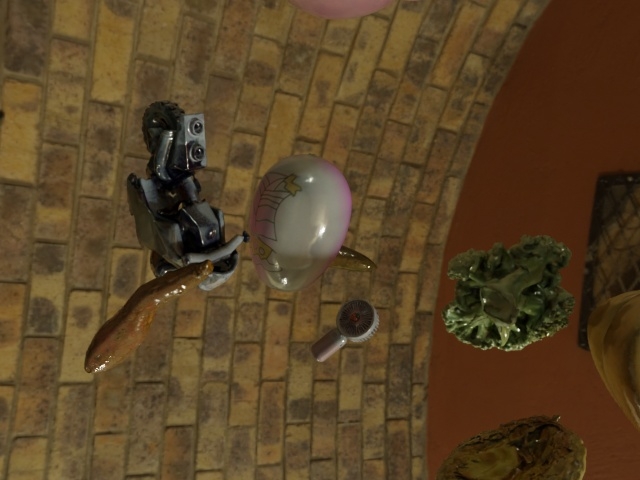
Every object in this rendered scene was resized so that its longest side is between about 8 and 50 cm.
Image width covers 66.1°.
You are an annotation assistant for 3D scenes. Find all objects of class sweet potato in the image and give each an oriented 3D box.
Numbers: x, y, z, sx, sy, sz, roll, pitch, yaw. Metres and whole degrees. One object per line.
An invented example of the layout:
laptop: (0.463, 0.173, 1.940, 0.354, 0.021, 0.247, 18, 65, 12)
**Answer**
sweet potato: (-0.197, 0.080, 0.562, 0.214, 0.050, 0.050, -42, -140, 16)
sweet potato: (-0.007, 0.003, 1.341, 0.108, 0.346, 0.079, -50, -165, 8)

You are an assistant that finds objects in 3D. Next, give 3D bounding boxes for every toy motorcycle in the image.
toy motorcycle: (-0.177, -0.041, 0.654, 0.159, 0.106, 0.270, 21, -62, 32)

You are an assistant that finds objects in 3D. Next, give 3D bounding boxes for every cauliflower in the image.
cauliflower: (0.410, 0.106, 1.111, 0.327, 0.281, 0.260, -46, -133, 9)

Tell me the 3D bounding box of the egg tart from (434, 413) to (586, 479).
egg tart: (0.289, 0.367, 0.742, 0.098, 0.252, 0.232, 60, -19, -6)

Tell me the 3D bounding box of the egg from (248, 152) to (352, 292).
egg: (-0.047, -0.031, 0.945, 0.271, 0.196, 0.196, -60, -149, 16)

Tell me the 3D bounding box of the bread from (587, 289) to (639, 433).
bread: (0.702, 0.234, 0.873, 0.329, 0.424, 0.245, -60, 180, 17)

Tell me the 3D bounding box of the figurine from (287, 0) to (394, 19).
figurine: (0.019, -0.282, 0.434, 0.173, 0.173, 0.173, -174, -90, -66)

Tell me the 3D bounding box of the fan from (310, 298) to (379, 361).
fan: (0.072, 0.284, 1.522, 0.244, 0.074, 0.130, -40, -130, 1)
